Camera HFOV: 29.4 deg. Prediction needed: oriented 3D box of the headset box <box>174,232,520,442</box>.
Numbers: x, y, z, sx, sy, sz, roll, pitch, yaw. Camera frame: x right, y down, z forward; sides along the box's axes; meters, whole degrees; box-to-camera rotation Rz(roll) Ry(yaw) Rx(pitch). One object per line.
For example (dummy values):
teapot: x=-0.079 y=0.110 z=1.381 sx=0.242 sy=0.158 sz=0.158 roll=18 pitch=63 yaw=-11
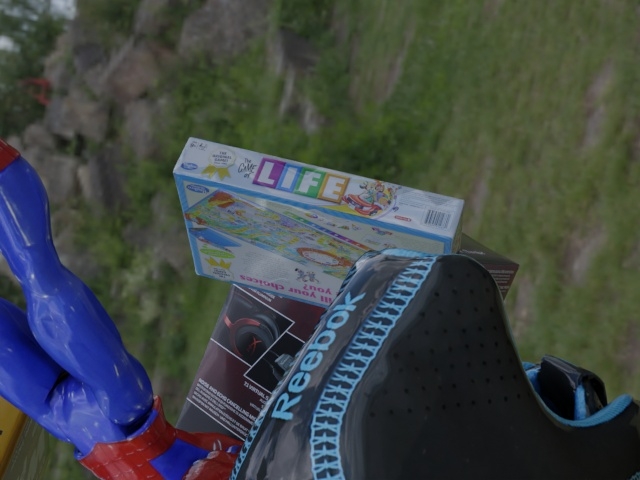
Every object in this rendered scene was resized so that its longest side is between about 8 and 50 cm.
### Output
headset box: x=0.018 y=0.096 z=0.915 sx=0.218 sy=0.110 sz=0.293 roll=5 pitch=-70 yaw=-56

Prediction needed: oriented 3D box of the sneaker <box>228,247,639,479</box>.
sneaker: x=0.101 y=0.123 z=0.435 sx=0.125 sy=0.341 sz=0.139 roll=7 pitch=69 yaw=41

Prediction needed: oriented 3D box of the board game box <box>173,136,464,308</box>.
board game box: x=0.000 y=0.000 z=0.679 sx=0.103 sy=0.154 sz=0.026 roll=87 pitch=-160 yaw=-56

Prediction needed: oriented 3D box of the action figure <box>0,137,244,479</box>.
action figure: x=-0.100 y=0.075 z=0.438 sx=0.091 sy=0.280 sz=0.139 roll=-25 pitch=27 yaw=28

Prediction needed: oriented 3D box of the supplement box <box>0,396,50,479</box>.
supplement box: x=-0.265 y=0.121 z=0.676 sx=0.191 sy=0.194 sz=0.129 roll=114 pitch=175 yaw=-61
